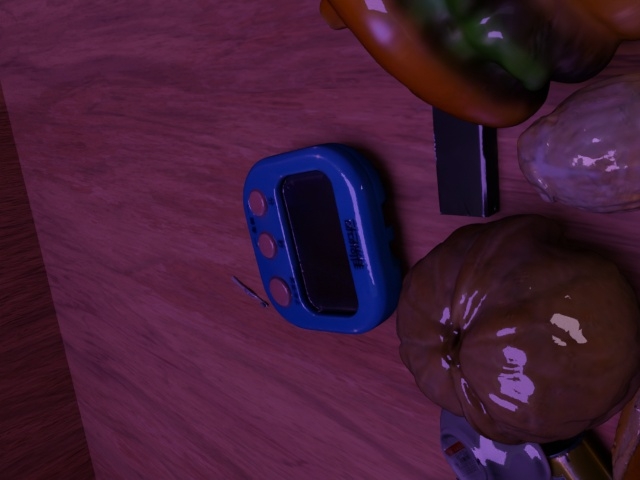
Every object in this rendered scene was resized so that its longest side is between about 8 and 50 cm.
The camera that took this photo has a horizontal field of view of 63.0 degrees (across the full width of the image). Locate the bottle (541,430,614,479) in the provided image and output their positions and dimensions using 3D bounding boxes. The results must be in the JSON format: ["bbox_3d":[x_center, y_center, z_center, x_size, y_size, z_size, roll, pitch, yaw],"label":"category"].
[{"bbox_3d":[0.427,0.411,0.734,0.286,0.082,0.082,57,135,11],"label":"bottle"}]

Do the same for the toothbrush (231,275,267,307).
[{"bbox_3d":[-0.171,0.122,1.246,0.131,0.013,0.011,35,122,33],"label":"toothbrush"}]

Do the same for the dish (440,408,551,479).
[{"bbox_3d":[0.248,0.332,0.823,0.229,0.081,0.229,51,154,37],"label":"dish"}]

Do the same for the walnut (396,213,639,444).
[{"bbox_3d":[0.243,0.107,0.659,0.296,0.285,0.285,3,108,51],"label":"walnut"}]

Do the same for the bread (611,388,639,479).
[{"bbox_3d":[0.443,0.252,0.640,0.140,0.106,0.236,17,116,41],"label":"bread"}]

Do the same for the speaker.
[{"bbox_3d":[0.210,-0.144,0.751,0.082,0.044,0.218,5,110,42],"label":"speaker"}]

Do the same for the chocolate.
[{"bbox_3d":[0.347,-0.105,0.489,0.309,0.134,0.134,-12,99,6],"label":"chocolate"}]

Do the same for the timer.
[{"bbox_3d":[0.000,0.000,0.959,0.309,0.115,0.339,-3,104,45],"label":"timer"}]

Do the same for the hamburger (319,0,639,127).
[{"bbox_3d":[0.161,-0.296,0.504,0.277,0.396,0.395,-36,80,41],"label":"hamburger"}]
